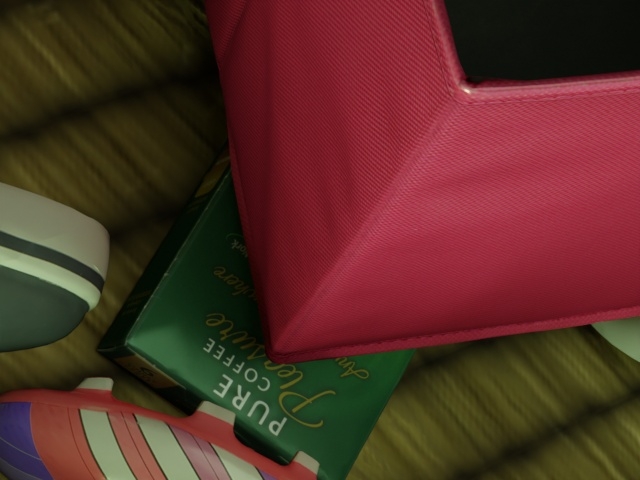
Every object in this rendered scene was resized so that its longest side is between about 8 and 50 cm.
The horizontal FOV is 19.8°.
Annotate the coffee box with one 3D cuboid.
[{"bbox_3d":[0.000,0.000,0.760,0.113,0.040,0.184,36,69,-19],"label":"coffee box"}]

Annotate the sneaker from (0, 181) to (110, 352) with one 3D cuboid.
[{"bbox_3d":[-0.230,0.029,0.586,0.321,0.126,0.127,7,77,-17],"label":"sneaker"}]

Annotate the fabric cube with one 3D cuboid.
[{"bbox_3d":[0.100,-0.125,0.646,0.254,0.258,0.259,-8,73,-15],"label":"fabric cube"}]

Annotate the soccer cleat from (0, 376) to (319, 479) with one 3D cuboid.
[{"bbox_3d":[-0.019,0.132,0.692,0.248,0.083,0.095,26,67,-11],"label":"soccer cleat"}]

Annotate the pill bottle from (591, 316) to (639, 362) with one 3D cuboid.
[{"bbox_3d":[0.197,-0.034,0.833,0.108,0.108,0.193,43,67,-18],"label":"pill bottle"}]
